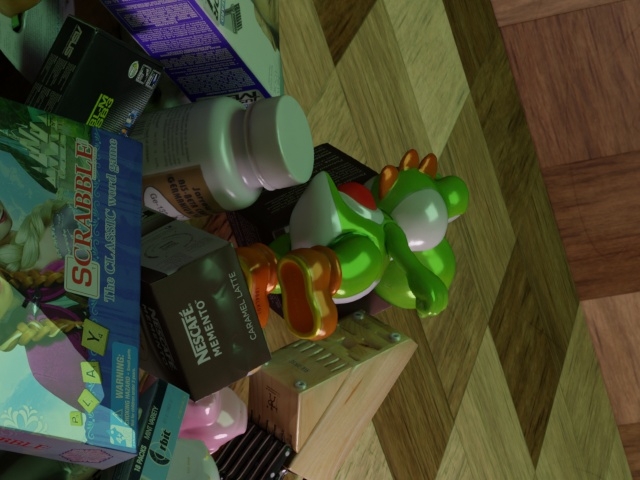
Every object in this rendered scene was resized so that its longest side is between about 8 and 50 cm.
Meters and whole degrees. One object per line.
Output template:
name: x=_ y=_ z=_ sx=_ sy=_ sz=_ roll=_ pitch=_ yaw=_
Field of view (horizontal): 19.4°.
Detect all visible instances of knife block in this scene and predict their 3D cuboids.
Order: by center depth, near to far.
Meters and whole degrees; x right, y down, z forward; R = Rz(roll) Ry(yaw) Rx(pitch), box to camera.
knife block: x=-0.013 y=0.240 z=2.276 sx=0.276 sy=0.088 sz=0.242 roll=-24 pitch=131 yaw=-38

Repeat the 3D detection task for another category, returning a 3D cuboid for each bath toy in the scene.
bath toy: x=-0.145 y=0.177 z=2.128 sx=0.129 sy=0.151 sz=0.348 roll=114 pitch=-14 yaw=-51

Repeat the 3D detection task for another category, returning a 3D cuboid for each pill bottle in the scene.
pill bottle: x=-0.131 y=-0.093 z=2.125 sx=0.131 sy=0.229 sz=0.131 roll=-11 pitch=90 yaw=-69

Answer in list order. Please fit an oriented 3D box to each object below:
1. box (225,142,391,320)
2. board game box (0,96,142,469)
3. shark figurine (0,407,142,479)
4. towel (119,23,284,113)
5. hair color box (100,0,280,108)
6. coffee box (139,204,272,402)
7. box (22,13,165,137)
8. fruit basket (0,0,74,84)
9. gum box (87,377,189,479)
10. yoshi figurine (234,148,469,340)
box: x=0.000 y=0.000 z=2.395 sx=0.203 sy=0.167 sz=0.168 roll=35 pitch=-33 yaw=61
board game box: x=-0.306 y=0.022 z=1.672 sx=0.318 sy=0.066 sz=0.318 roll=16 pitch=62 yaw=-37
shark figurine: x=-0.311 y=0.224 z=1.747 sx=0.116 sy=0.166 sz=0.278 roll=55 pitch=40 yaw=4
towel: x=-0.160 y=-0.311 z=2.363 sx=0.320 sy=0.090 sz=0.374 roll=9 pitch=72 yaw=-65
hair color box: x=-0.145 y=-0.293 z=2.093 sx=0.339 sy=0.110 sz=0.185 roll=50 pitch=36 yaw=-65
coffee box: x=-0.163 y=0.060 z=1.962 sx=0.098 sy=0.246 sz=0.141 roll=-27 pitch=111 yaw=-21
box: x=-0.251 y=-0.125 z=1.937 sx=0.190 sy=0.045 sz=0.184 roll=-62 pitch=164 yaw=1
fruit basket: x=-0.324 y=-0.325 z=1.910 sx=0.353 sy=0.165 sz=0.327 roll=67 pitch=20 yaw=-71
gum box: x=-0.206 y=0.247 z=1.856 sx=0.041 sy=0.184 sz=0.157 roll=31 pitch=40 yaw=-17
yoshi figurine: x=0.055 y=0.035 z=2.187 sx=0.203 sy=0.203 sz=0.362 roll=49 pitch=43 yaw=13
